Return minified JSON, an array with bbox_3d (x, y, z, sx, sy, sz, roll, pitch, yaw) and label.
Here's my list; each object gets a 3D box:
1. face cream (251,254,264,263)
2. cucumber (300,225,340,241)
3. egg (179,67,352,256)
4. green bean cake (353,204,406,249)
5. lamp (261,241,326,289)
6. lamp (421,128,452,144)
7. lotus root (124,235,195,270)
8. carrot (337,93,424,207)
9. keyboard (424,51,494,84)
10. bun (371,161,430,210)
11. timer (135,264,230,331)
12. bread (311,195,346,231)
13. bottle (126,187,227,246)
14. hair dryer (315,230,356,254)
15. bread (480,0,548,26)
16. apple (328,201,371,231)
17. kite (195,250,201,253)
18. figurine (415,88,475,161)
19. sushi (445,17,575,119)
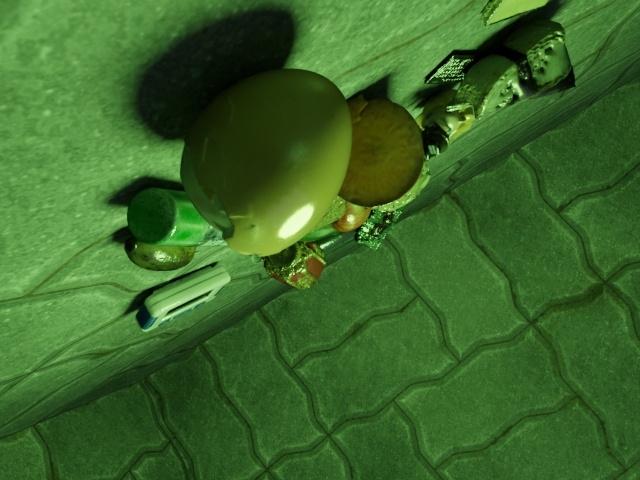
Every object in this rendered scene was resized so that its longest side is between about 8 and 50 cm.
[{"bbox_3d":[-0.165,0.047,1.633,0.072,0.051,0.182,-38,169,22],"label":"face cream"},{"bbox_3d":[0.020,-0.071,1.436,0.325,0.105,0.145,-19,166,-45],"label":"cucumber"},{"bbox_3d":[-0.064,-0.101,0.613,0.244,0.201,0.201,-44,167,20],"label":"egg"},{"bbox_3d":[0.197,-0.097,1.584,0.107,0.193,0.208,26,140,-24],"label":"green bean cake"},{"bbox_3d":[-0.080,0.059,1.531,0.177,0.177,0.274,-32,162,5],"label":"lamp"},{"bbox_3d":[0.292,-0.273,1.277,0.091,0.091,0.163,-32,-175,10],"label":"lamp"},{"bbox_3d":[-0.291,0.017,0.909,0.089,0.080,0.179,-33,170,16],"label":"lotus root"},{"bbox_3d":[0.097,-0.164,0.968,0.196,0.196,0.254,-32,-179,6],"label":"carrot"},{"bbox_3d":[0.305,-0.357,1.018,0.250,0.017,0.087,-23,167,-45],"label":"keyboard"},{"bbox_3d":[0.211,-0.165,1.389,0.239,0.141,0.239,-31,169,-7],"label":"bun"},{"bbox_3d":[-0.393,0.156,1.394,0.253,0.078,0.178,-25,168,-41],"label":"timer"},{"bbox_3d":[-0.038,-0.089,1.100,0.184,0.110,0.234,-27,170,-2],"label":"bread"},{"bbox_3d":[-0.205,-0.035,0.869,0.093,0.093,0.330,-33,172,13],"label":"bottle"},{"bbox_3d":[0.000,0.000,1.814,0.244,0.116,0.302,-27,178,-8],"label":"hair dryer"},{"bbox_3d":[0.337,-0.404,0.814,0.154,0.028,0.068,-27,171,-19],"label":"bread"},{"bbox_3d":[0.066,-0.097,1.305,0.131,0.146,0.146,-32,174,-34],"label":"apple"},{"bbox_3d":[-0.334,0.040,1.154,0.137,0.005,0.152,-31,172,16],"label":"kite"},{"bbox_3d":[0.254,-0.245,1.057,0.114,0.108,0.196,-30,-164,52],"label":"figurine"},{"bbox_3d":[0.375,-0.349,0.982,0.273,0.134,0.109,-20,146,-3],"label":"sushi"}]
